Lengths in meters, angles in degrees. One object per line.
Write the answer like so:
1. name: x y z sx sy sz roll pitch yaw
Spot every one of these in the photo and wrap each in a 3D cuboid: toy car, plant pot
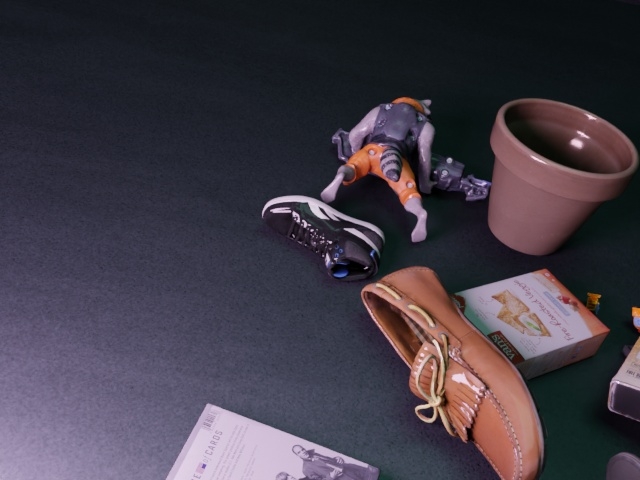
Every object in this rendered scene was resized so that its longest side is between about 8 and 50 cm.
1. toy car: 0.527 0.131 1.299 0.122 0.060 0.040 14 80 26
2. plant pot: 0.416 -0.104 1.379 0.263 0.229 0.263 9 39 -7

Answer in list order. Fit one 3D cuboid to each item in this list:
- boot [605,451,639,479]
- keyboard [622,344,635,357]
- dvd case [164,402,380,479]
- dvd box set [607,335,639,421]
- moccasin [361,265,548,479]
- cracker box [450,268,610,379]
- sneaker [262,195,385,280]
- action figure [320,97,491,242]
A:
1. boot: 0.527 0.350 0.984 0.229 0.091 0.263 -24 62 -39
2. keyboard: 0.567 0.225 1.170 0.108 0.023 0.180 6 31 -16
3. dvd case: -0.062 0.306 0.886 0.239 0.029 0.179 19 39 6
4. dvd box set: 0.663 0.180 1.142 0.308 0.062 0.420 17 34 32
5. moccasin: 0.174 0.179 1.032 0.147 0.139 0.380 -12 48 -21
6. cracker box: 0.319 0.137 1.184 0.232 0.067 0.155 -12 45 -29
7. sneaker: 0.000 0.000 1.238 0.217 0.079 0.121 16 37 -1
8. action figure: 0.181 -0.156 1.419 0.342 0.178 0.330 15 48 3
